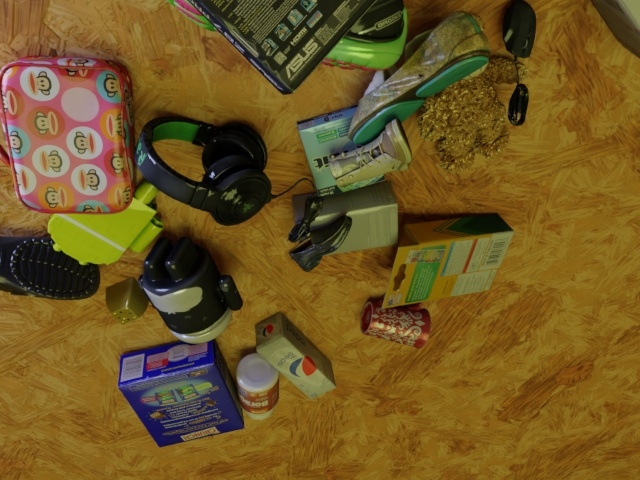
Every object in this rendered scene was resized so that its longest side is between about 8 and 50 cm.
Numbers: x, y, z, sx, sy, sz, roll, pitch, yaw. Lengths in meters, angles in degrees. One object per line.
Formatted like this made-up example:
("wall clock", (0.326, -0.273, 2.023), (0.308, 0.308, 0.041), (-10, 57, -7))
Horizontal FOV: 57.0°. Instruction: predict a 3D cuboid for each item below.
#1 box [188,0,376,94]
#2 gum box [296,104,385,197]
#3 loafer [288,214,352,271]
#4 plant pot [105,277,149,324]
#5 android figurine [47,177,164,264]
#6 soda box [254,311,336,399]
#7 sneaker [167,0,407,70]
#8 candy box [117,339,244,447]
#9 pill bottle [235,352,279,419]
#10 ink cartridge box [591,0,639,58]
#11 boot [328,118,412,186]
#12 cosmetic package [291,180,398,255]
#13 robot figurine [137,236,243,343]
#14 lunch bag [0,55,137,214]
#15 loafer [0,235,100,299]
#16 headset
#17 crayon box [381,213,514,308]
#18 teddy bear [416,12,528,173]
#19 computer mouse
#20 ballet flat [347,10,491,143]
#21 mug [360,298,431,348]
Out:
("box", (-0.030, -0.470, 0.874), (0.318, 0.097, 0.395), (41, 91, -17))
("gum box", (0.048, -0.193, 1.288), (0.156, 0.041, 0.184), (-16, 131, 2))
("loafer", (0.000, 0.000, 1.298), (0.061, 0.062, 0.170), (35, 114, -23))
("plant pot", (-0.479, 0.159, 1.457), (0.081, 0.083, 0.082), (-22, 130, 8))
("android figurine", (-0.474, -0.056, 1.283), (0.248, 0.056, 0.273), (33, 109, -28))
("soda box", (-0.068, 0.330, 1.660), (0.091, 0.098, 0.286), (-29, 127, 13))
("sneaker", (-0.076, -0.437, 1.012), (0.482, 0.185, 0.202), (11, 100, -16))
("candy box", (-0.385, 0.434, 1.674), (0.268, 0.122, 0.317), (-13, 129, -1))
("pill bottle", (-0.179, 0.428, 1.696), (0.121, 0.121, 0.216), (-4, 138, -7))
("ink cartridge box", (0.569, -0.453, 1.046), (0.306, 0.226, 0.131), (32, 119, -31))
("boot", (0.096, -0.168, 1.189), (0.165, 0.077, 0.213), (-15, 170, 4))
("cosmetic package", (0.058, -0.047, 1.372), (0.237, 0.107, 0.127), (-6, 130, -1))
("robot figurine", (-0.313, 0.118, 1.400), (0.173, 0.209, 0.278), (-35, 132, -19))
("lunch bag", (-0.486, -0.194, 1.111), (0.258, 0.120, 0.293), (0, 113, -11))
("loafer", (-0.689, 0.055, 1.332), (0.365, 0.134, 0.130), (16, 161, -23))
("headset", (-0.178, -0.111, 1.184), (0.393, 0.243, 0.185), (16, 125, -22))
("crayon box", (0.298, 0.049, 1.465), (0.322, 0.083, 0.203), (-7, 131, -21))
("teddy bear", (0.310, -0.283, 1.216), (0.244, 0.113, 0.338), (-7, 130, -7))
("computer mouse", (0.390, -0.345, 1.139), (0.071, 0.041, 0.242), (-5, 95, -37))
("ballet flat", (0.165, -0.303, 1.109), (0.123, 0.123, 0.348), (25, 148, -27))
("mug", (0.205, 0.210, 1.624), (0.169, 0.150, 0.113), (12, 162, -14))
